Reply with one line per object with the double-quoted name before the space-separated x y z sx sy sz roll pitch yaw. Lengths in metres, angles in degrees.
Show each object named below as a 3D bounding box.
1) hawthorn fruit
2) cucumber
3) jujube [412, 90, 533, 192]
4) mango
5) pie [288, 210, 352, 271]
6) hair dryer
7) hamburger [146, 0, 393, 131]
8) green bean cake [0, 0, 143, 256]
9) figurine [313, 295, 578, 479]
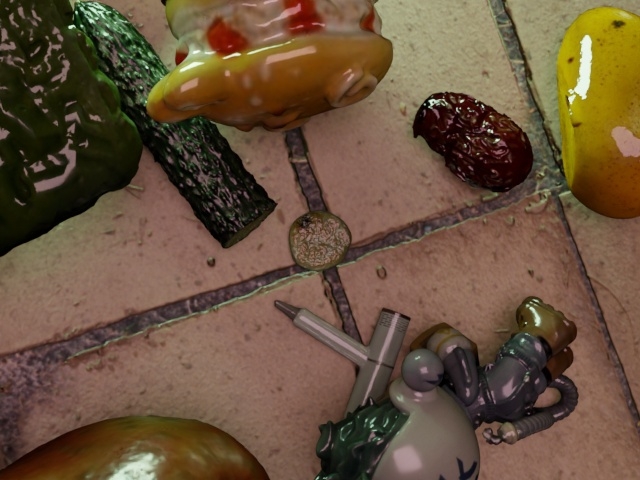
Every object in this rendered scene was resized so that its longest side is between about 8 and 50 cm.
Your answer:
"hawthorn fruit" -0.193 0.374 1.107 0.402 0.403 0.403 0 86 -7
"cucumber" -0.199 -0.153 1.303 0.096 0.096 0.359 -39 89 -8
"jujube" 0.204 -0.136 1.349 0.166 0.104 0.104 39 83 -2
"mango" 0.403 -0.174 1.354 0.191 0.160 0.290 -8 78 -1
"pie" 0.000 0.000 1.353 0.085 0.017 0.085 1 85 -7
"hair dryer" 0.007 0.141 1.339 0.183 0.044 0.155 20 83 -1
"hamburger" -0.061 -0.226 1.228 0.302 0.261 0.186 -6 86 -42
"green bean cake" -0.392 -0.153 1.142 0.319 0.218 0.335 -35 114 -10
"figurine" 0.149 0.209 1.257 0.382 0.186 0.261 -38 130 -27
